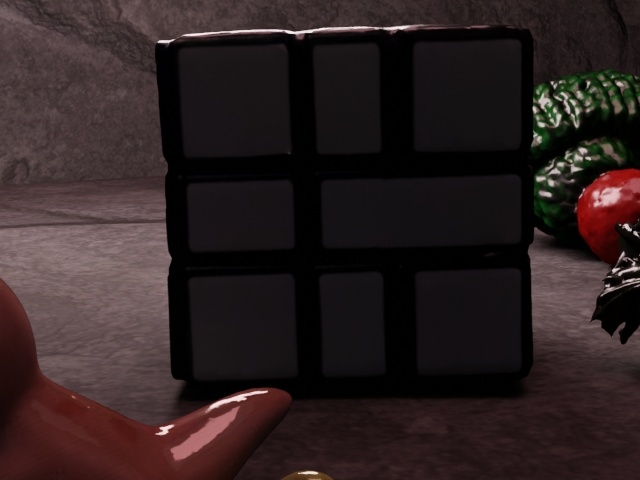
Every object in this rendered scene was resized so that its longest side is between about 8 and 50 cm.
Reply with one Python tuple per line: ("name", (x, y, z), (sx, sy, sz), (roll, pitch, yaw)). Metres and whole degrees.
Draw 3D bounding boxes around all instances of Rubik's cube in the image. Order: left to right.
("Rubik's cube", (0.022, -0.039, 0.955), (0.294, 0.283, 0.288), (-4, 10, 2))

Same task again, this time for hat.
("hat", (0.378, -0.067, 1.469), (0.274, 0.242, 0.332), (-11, 34, -1))

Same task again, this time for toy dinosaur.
("toy dinosaur", (-0.101, 0.091, 0.471), (0.194, 0.177, 0.152), (-1, 10, -13))

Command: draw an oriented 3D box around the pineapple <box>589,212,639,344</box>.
("pineapple", (0.352, 0.034, 0.843), (0.310, 0.170, 0.141), (8, 1, 44))
